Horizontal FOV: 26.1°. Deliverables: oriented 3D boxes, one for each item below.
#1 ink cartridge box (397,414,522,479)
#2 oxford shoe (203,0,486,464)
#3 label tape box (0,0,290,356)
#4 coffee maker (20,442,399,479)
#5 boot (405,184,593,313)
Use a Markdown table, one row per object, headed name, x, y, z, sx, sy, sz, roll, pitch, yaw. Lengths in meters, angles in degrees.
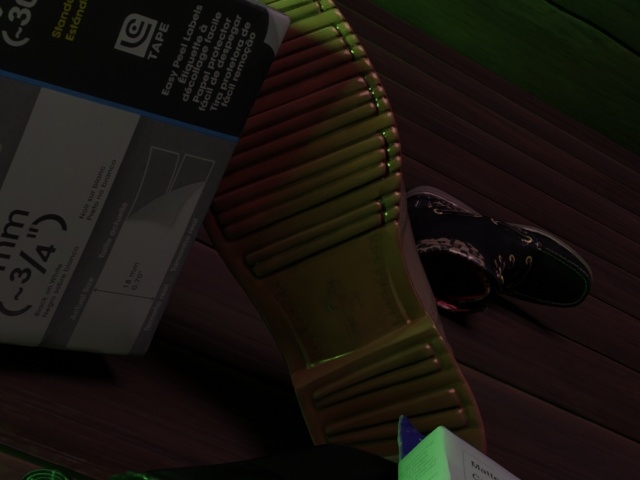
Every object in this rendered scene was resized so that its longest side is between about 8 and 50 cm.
| name | x | y | z | sx | sy | sz | roll | pitch | yaw |
| --- | --- | --- | --- | --- | --- | --- | --- | --- | --- |
| ink cartridge box | 0.134 | 0.185 | 0.668 | 0.223 | 0.045 | 0.224 | 35 | 19 | -12 |
| oxford shoe | 0.000 | 0.000 | 0.958 | 0.146 | 0.140 | 0.397 | 1 | 73 | -89 |
| label tape box | -0.203 | -0.072 | 0.767 | 0.333 | 0.241 | 0.106 | 12 | 16 | -48 |
| coffee maker | -0.033 | 0.154 | 0.694 | 0.171 | 0.120 | 0.178 | 42 | 19 | 28 |
| boot | 0.183 | 0.036 | 1.446 | 0.236 | 0.085 | 0.179 | 25 | 21 | -7 |
